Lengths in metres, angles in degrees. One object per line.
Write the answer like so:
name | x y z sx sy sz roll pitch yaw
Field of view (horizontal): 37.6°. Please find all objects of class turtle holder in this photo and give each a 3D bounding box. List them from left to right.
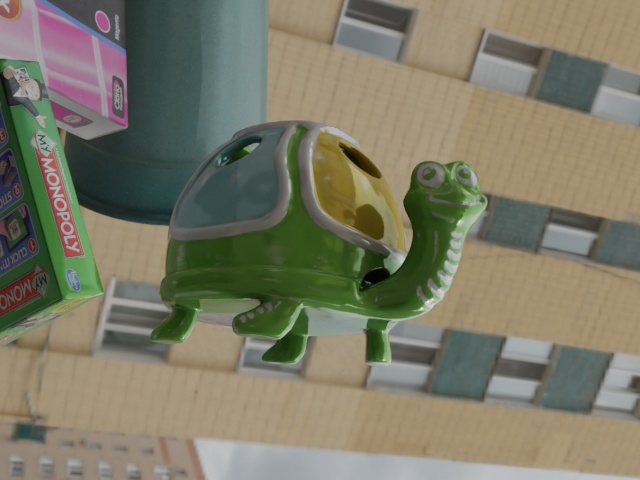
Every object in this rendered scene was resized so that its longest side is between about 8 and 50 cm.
turtle holder | -0.019 -0.003 0.937 0.320 0.243 0.227 -22 -121 62

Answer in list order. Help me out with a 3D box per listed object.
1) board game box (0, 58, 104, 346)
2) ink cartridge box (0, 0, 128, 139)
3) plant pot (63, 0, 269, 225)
board game box | -0.335 -0.002 0.877 0.317 0.046 0.213 -24 -99 39
ink cartridge box | -0.313 -0.232 0.862 0.069 0.371 0.175 -12 -107 26
plant pot | -0.216 -0.242 1.396 0.341 0.341 0.334 -120 -145 -58
